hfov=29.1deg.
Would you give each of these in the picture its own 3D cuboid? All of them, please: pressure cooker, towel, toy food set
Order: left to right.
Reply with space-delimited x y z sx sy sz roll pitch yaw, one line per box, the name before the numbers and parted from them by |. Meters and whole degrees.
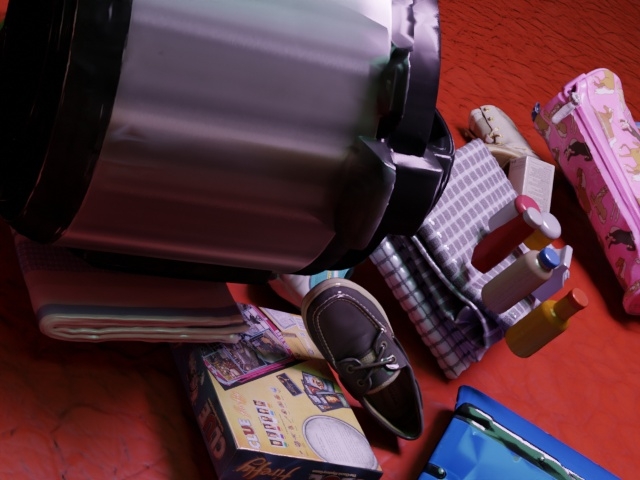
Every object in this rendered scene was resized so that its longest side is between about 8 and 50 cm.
towel | -0.211 0.011 1.261 0.209 0.034 0.285 3 33 -27
pressure cooker | -0.075 -0.149 1.180 0.420 0.375 0.370 7 75 -25
towel | 0.188 0.008 1.551 0.235 0.121 0.283 57 32 0
toy food set | 0.251 0.015 1.420 0.111 0.104 0.232 39 37 -11

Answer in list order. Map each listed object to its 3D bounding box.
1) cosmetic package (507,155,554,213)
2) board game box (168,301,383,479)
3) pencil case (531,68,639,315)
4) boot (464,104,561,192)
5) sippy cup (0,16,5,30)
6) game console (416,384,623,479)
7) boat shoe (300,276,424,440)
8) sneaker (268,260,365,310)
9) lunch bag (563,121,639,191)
cosmetic package | 0.312 -0.063 1.854 0.060 0.041 0.115 19 74 -30
board game box | -0.054 0.149 1.228 0.165 0.042 0.243 15 27 -30
pencil case | 0.465 -0.073 1.898 0.167 0.160 0.386 -6 61 -29
boot | 0.275 -0.149 1.965 0.213 0.077 0.165 12 38 -45
sippy cup | -0.227 -0.207 1.438 0.224 0.240 0.305 46 73 -1
game console | 0.234 0.304 1.297 0.293 0.173 0.250 31 67 6
boat shoe | 0.055 0.127 1.276 0.223 0.080 0.073 57 -3 -40
sneaker | 0.000 0.000 1.498 0.110 0.107 0.275 46 31 -19
lunch bag | 0.570 -0.092 2.142 0.303 0.115 0.243 -12 56 -50
